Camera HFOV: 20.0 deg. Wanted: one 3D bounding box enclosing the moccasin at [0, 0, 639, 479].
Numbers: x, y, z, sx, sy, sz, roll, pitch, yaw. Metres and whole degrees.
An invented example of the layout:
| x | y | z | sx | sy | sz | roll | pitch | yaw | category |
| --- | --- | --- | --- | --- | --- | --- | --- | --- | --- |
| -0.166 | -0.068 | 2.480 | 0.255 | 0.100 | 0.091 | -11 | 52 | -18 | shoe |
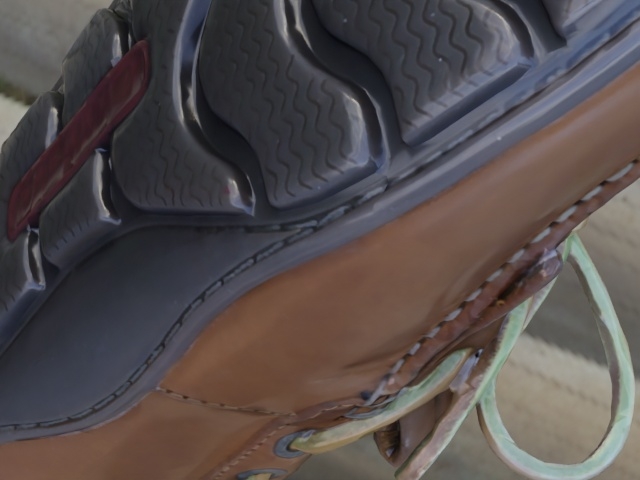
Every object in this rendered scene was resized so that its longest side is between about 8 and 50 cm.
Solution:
| x | y | z | sx | sy | sz | roll | pitch | yaw | category |
| --- | --- | --- | --- | --- | --- | --- | --- | --- | --- |
| 0.000 | 0.003 | 0.487 | 0.147 | 0.380 | 0.139 | 18 | 44 | -33 | moccasin |
